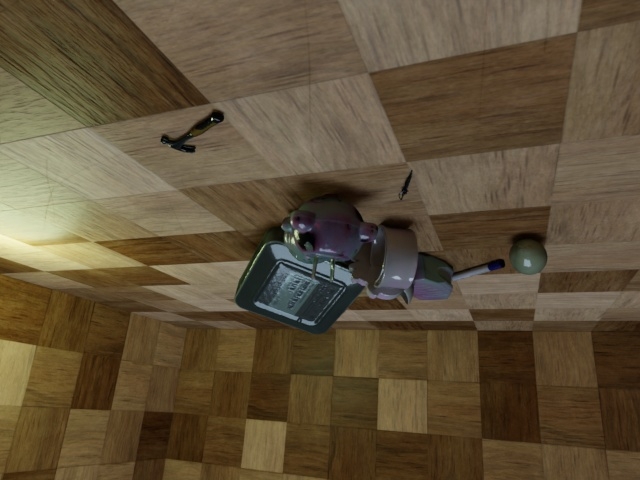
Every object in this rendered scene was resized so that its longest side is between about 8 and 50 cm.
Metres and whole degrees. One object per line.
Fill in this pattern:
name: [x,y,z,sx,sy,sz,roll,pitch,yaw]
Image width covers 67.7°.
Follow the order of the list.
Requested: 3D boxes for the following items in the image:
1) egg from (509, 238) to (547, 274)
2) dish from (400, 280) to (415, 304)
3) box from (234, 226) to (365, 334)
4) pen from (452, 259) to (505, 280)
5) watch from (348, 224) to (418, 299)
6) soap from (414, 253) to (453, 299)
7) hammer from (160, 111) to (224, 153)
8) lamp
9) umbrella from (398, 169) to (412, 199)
egg: [0.674,0.052,1.551,0.114,0.114,0.152,-9,151,32]
dish: [0.264,0.120,1.749,0.212,0.077,0.151,43,171,44]
box: [-0.076,0.162,1.734,0.396,0.111,0.396,22,131,-13]
pen: [0.612,0.121,1.880,0.033,0.033,0.269,14,159,-25]
watch: [0.204,0.047,1.544,0.196,0.244,0.231,4,139,-9]
soap: [0.418,0.150,1.890,0.192,0.109,0.324,-9,156,30]
hammer: [-0.276,-0.240,1.067,0.201,0.021,0.078,-14,154,43]
lamp: [0.000,0.000,1.372,0.247,0.247,0.301,13,166,-16]
umbrella: [0.225,-0.141,1.245,0.022,0.022,0.149,-20,163,-10]
